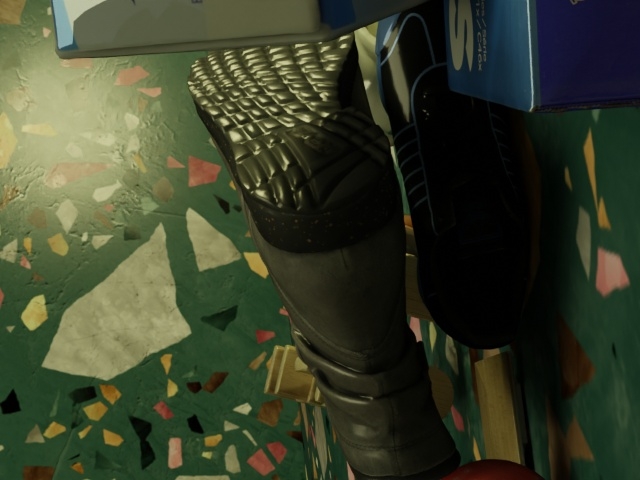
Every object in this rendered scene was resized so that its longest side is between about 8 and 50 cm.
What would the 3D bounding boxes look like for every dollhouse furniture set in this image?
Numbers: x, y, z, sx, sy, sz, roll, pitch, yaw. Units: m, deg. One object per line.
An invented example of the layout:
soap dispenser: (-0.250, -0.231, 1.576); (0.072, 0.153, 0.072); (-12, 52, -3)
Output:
dollhouse furniture set: (0.056, 0.136, 1.115); (0.212, 0.161, 0.242); (162, 122, -73)

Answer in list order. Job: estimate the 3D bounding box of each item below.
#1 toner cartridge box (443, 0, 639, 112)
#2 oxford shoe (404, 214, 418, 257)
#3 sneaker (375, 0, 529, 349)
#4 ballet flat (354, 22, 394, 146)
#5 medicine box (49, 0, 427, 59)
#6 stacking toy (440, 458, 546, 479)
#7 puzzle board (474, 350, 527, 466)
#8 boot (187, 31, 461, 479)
toner cartridge box: (0.095, -0.234, 0.595); (0.165, 0.075, 0.348); (-132, 37, -78)
oxford shoe: (0.058, 0.003, 1.238); (0.076, 0.076, 0.212); (-58, 6, -17)
sneaker: (0.088, -0.046, 0.857); (0.090, 0.081, 0.232); (-128, 26, -74)
ballet flat: (0.030, -0.270, 1.067); (0.139, 0.139, 0.400); (103, 156, -72)
medicine box: (-0.018, -0.246, 0.700); (0.289, 0.149, 0.263); (-37, -56, -61)
stacking toy: (0.101, 0.288, 0.867); (0.141, 0.141, 0.330); (-112, 24, -70)
puzzle board: (0.127, 0.142, 0.949); (0.096, 0.011, 0.128); (123, 140, -79)
boot: (0.000, 0.000, 0.911); (0.338, 0.118, 0.223); (-98, -8, -62)
